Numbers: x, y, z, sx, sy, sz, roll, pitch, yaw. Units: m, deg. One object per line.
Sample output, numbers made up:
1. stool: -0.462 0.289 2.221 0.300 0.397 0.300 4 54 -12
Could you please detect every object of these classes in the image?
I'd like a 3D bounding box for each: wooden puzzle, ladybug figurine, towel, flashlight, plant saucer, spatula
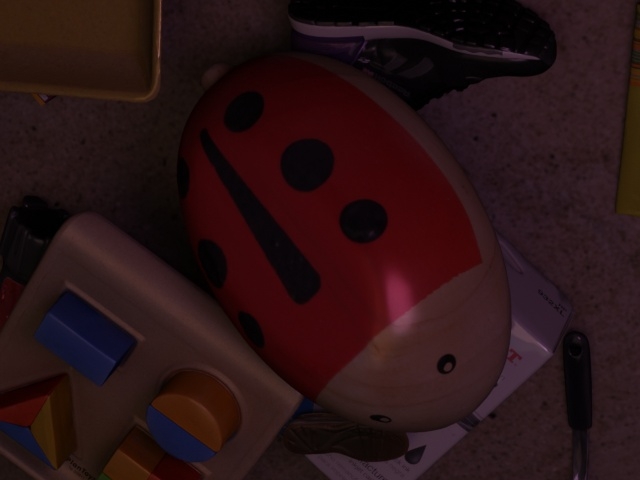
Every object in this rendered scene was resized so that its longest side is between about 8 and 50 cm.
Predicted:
1. wooden puzzle: -0.225 0.184 2.016 0.322 0.080 0.348 37 124 2
2. ladybug figurine: 0.000 0.000 1.823 0.449 0.162 0.305 51 119 17
3. towel: 0.363 -0.128 1.858 0.102 0.021 0.237 12 119 19
4. flashlight: -0.359 0.107 2.143 0.103 0.103 0.304 24 118 8
5. plant saucer: -0.309 -0.327 1.931 0.332 0.081 0.333 6 103 15
6. spatula: 0.290 0.234 2.032 0.084 0.030 0.297 3 113 19

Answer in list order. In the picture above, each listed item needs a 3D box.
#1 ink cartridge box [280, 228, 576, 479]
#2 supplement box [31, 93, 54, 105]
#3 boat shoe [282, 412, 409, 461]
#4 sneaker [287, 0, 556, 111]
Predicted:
1. ink cartridge box: 0.089 0.118 1.990 0.223 0.129 0.307 43 118 -2
2. supplement box: -0.294 -0.198 2.026 0.083 0.043 0.055 -35 97 27
3. boat shoe: 0.029 0.205 1.948 0.135 0.045 0.050 6 113 6
4. sneaker: 0.108 -0.187 1.887 0.283 0.107 0.124 10 128 19
